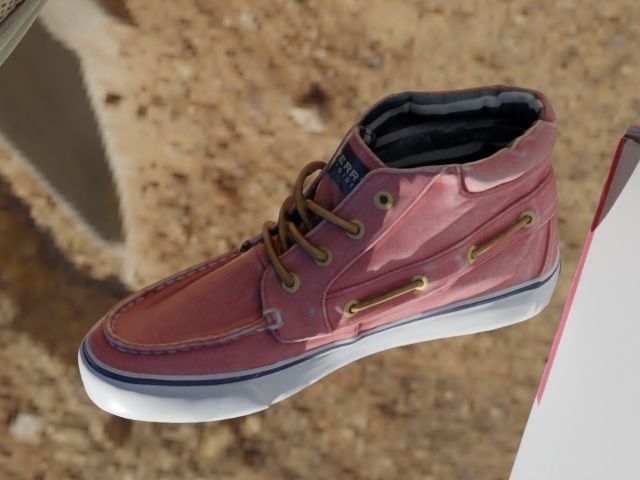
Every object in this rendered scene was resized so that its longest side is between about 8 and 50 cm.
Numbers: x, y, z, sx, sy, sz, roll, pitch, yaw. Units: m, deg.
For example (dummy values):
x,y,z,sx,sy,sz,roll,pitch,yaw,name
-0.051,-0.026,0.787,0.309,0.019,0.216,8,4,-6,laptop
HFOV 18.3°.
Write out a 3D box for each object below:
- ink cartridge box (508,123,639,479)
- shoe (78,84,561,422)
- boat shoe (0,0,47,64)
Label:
x,y,z,sx,sy,sz,roll,pitch,yaw,name
0.224,0.087,0.742,0.283,0.207,0.117,8,-164,-26,ink cartridge box
0.000,0.000,0.678,0.178,0.063,0.081,-15,129,-15,shoe
-0.046,-0.154,0.425,0.132,0.355,0.130,31,-170,-10,boat shoe
